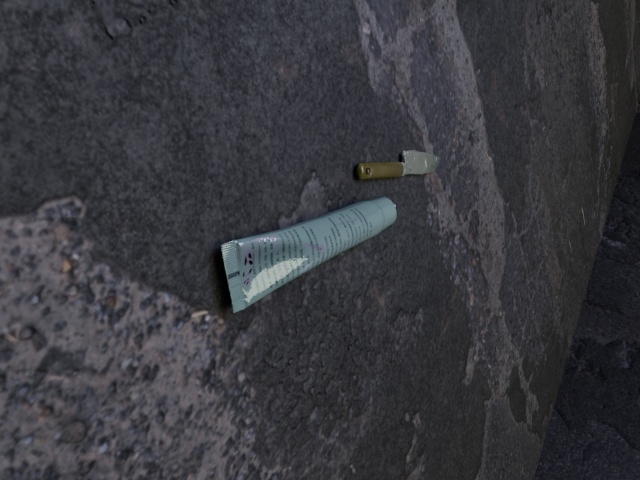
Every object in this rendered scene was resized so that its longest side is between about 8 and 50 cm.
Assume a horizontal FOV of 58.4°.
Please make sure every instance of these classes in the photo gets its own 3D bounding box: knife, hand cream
[{"bbox_3d":[0.145,-0.132,0.983,0.298,0.017,0.047,-11,97,-52],"label":"knife"},{"bbox_3d":[0.000,0.000,0.772,0.331,0.058,0.085,-25,116,-49],"label":"hand cream"}]
